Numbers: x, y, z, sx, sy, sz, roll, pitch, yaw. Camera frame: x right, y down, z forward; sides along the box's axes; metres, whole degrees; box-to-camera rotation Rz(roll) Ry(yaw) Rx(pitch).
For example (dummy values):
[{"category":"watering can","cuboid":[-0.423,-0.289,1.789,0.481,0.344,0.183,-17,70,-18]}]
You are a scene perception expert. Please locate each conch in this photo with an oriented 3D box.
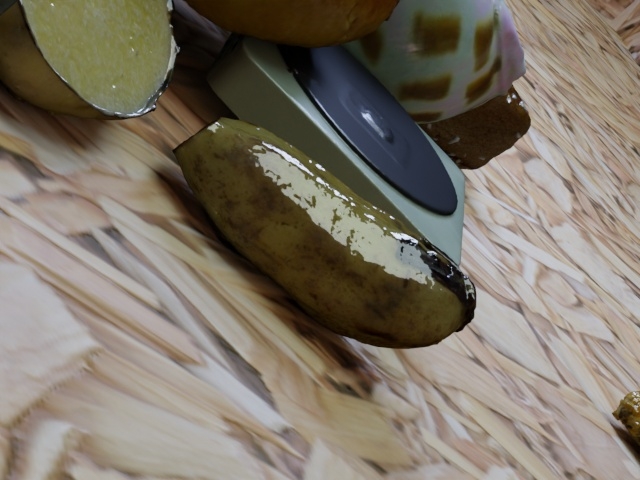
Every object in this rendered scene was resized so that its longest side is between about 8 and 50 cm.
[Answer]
[{"category":"conch","cuboid":[0.026,-0.250,1.677,0.368,0.249,0.197,33,36,12]}]

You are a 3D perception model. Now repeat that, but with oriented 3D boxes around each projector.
[{"category":"projector","cuboid":[0.016,-0.089,1.495,0.259,0.079,0.257,46,17,-11]}]

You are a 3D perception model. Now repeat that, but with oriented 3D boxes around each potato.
[{"category":"potato","cuboid":[-0.178,-0.154,1.157,0.200,0.081,0.164,3,77,-66]}]

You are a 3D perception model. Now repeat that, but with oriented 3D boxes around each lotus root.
[{"category":"lotus root","cuboid":[0.000,0.000,1.261,0.258,0.097,0.110,37,13,-13]}]

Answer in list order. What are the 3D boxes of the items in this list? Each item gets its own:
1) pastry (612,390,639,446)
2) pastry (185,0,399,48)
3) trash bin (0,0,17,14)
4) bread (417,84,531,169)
[{"category":"pastry","cuboid":[0.353,0.213,1.723,0.140,0.056,0.080,49,9,22]},{"category":"pastry","cuboid":[-0.080,-0.282,1.423,0.356,0.164,0.356,24,25,-12]},{"category":"trash bin","cuboid":[-0.261,-0.211,0.940,0.236,0.176,0.101,46,17,-19]},{"category":"bread","cuboid":[0.097,-0.254,1.975,0.165,0.113,0.416,36,21,-38]}]
